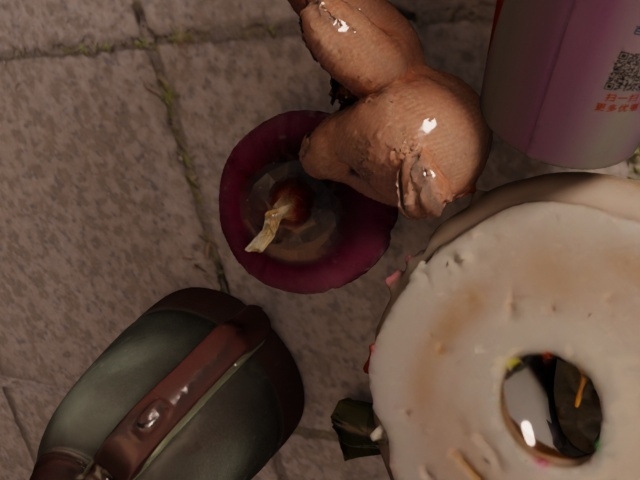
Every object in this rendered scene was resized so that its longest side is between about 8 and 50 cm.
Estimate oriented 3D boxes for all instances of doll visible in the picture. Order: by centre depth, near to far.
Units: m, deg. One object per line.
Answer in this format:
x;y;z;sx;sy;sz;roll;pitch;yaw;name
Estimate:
0.016;-0.143;0.891;0.156;0.201;0.303;-39;88;22;doll

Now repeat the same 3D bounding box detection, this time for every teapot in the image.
-0.173;0.204;1.166;0.233;0.312;0.315;40;133;5;teapot

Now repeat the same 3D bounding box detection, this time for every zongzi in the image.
0.068;0.232;1.199;0.104;0.052;0.113;13;137;21;zongzi

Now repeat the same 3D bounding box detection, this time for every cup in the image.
0.209;-0.202;0.746;0.203;0.203;0.288;27;136;18;cup

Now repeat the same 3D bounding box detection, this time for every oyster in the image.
0.283;0.202;1.006;0.233;0.107;0.161;43;136;29;oyster

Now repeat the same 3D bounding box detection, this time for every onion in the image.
-0.012;-0.037;1.008;0.177;0.177;0.153;32;164;15;onion

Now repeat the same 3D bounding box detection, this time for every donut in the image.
0.219;0.133;0.895;0.383;0.142;0.382;0;90;32;donut
